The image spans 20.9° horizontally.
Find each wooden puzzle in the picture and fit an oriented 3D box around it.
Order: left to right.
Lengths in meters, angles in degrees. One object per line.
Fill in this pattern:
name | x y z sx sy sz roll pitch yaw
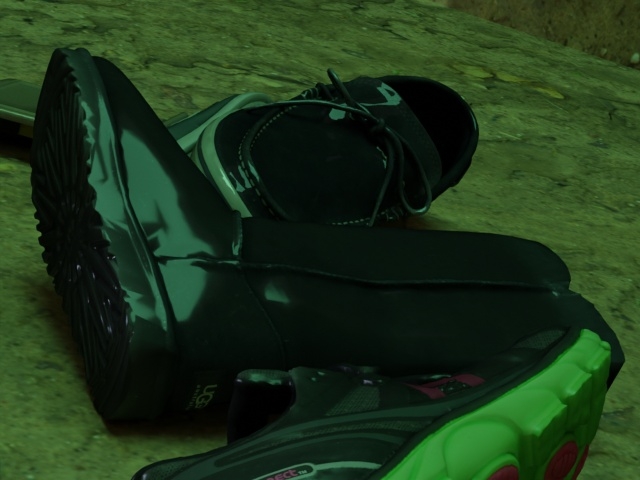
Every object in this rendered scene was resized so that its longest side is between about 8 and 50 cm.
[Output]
wooden puzzle | -0.281 -0.132 1.907 0.238 0.044 0.221 11 11 5

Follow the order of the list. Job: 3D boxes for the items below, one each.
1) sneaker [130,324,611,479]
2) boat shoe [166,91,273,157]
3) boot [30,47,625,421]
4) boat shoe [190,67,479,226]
sneaker | 0.048 0.135 1.161 0.202 0.185 0.483 28 21 25
boat shoe | -0.136 -0.091 1.802 0.099 0.116 0.319 10 20 19
boot | 0.000 0.002 1.469 0.445 0.146 0.367 2 50 -26
boat shoe | 0.026 -0.085 1.764 0.187 0.156 0.500 58 26 6
